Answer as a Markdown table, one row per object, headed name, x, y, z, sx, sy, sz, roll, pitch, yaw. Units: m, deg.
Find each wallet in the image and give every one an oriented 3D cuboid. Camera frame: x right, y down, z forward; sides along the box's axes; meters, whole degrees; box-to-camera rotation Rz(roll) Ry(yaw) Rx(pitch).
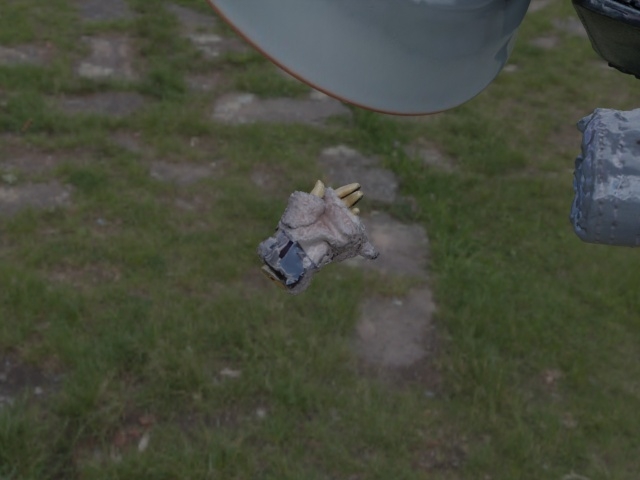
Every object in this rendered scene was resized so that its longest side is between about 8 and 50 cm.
| name | x | y | z | sx | sy | sz | roll | pitch | yaw |
| --- | --- | --- | --- | --- | --- | --- | --- | --- | --- |
| wallet | 0.307 | -0.140 | 0.731 | 0.222 | 0.036 | 0.167 | 32 | 5 | 27 |

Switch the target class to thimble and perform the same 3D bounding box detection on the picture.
| name | x | y | z | sx | sy | sz | roll | pitch | yaw |
| --- | --- | --- | --- | --- | --- | --- | --- | --- | --- |
| thimble | 0.336 | -0.067 | 1.001 | 0.118 | 0.127 | 0.151 | 4 | 50 | 11 |

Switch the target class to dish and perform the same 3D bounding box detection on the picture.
| name | x | y | z | sx | sy | sz | roll | pitch | yaw |
| --- | --- | --- | --- | --- | --- | --- | --- | --- | --- |
| dish | 0.037 | -0.198 | 0.461 | 0.260 | 0.260 | 0.085 | -25 | -2 | -39 |

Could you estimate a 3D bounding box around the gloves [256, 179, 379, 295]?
| name | x | y | z | sx | sy | sz | roll | pitch | yaw |
| --- | --- | --- | --- | --- | --- | --- | --- | --- | --- |
| gloves | -0.008 | -0.004 | 1.085 | 0.144 | 0.110 | 0.094 | -25 | -6 | -11 |
